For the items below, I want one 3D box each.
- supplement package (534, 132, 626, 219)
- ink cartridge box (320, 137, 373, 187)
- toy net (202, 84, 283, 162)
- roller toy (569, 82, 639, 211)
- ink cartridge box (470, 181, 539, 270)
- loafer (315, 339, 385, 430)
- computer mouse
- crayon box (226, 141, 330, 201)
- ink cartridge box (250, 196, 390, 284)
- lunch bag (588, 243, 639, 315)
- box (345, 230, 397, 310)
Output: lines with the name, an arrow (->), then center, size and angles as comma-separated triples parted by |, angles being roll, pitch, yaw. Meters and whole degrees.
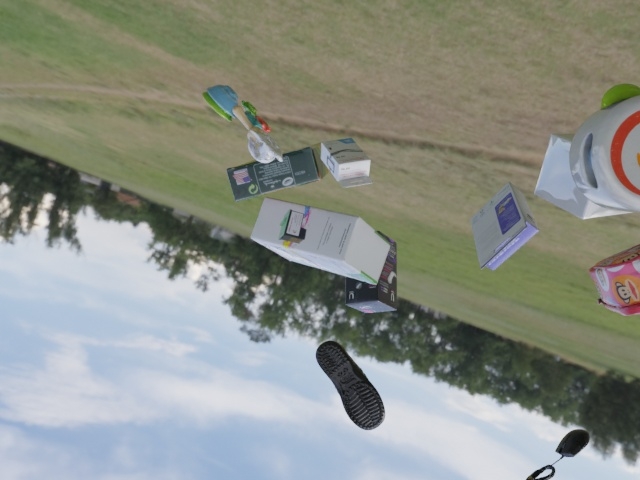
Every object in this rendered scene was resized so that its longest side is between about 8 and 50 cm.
supplement package -> 0.749, -0.180, 1.584 | 0.292, 0.178, 0.175 | -6, -151, -28
ink cartridge box -> 0.037, -0.108, 0.826 | 0.048, 0.028, 0.083 | -12, -140, -18
toy net -> -0.123, -0.192, 1.054 | 0.122, 0.045, 0.232 | 34, -163, -51
roller toy -> 0.531, -0.140, 0.992 | 0.209, 0.191, 0.146 | 38, -175, 0
ink cartridge box -> 0.496, -0.031, 1.629 | 0.065, 0.165, 0.333 | 39, -154, -9
loafer -> 0.068, 0.298, 1.273 | 0.220, 0.080, 0.078 | 61, -176, -6
computer mouse -> 0.639, 0.578, 1.619 | 0.242, 0.041, 0.071 | -28, -176, -26
crayon box -> -0.085, -0.174, 1.454 | 0.202, 0.081, 0.318 | -13, -170, 10
ink cartridge box -> 0.000, 0.000, 1.476 | 0.278, 0.117, 0.201 | 14, 168, 32
lunch bag -> 0.664, 0.039, 1.124 | 0.293, 0.120, 0.258 | -23, 174, 10
box -> 0.191, 0.121, 2.246 | 0.143, 0.271, 0.165 | -10, 157, 31
